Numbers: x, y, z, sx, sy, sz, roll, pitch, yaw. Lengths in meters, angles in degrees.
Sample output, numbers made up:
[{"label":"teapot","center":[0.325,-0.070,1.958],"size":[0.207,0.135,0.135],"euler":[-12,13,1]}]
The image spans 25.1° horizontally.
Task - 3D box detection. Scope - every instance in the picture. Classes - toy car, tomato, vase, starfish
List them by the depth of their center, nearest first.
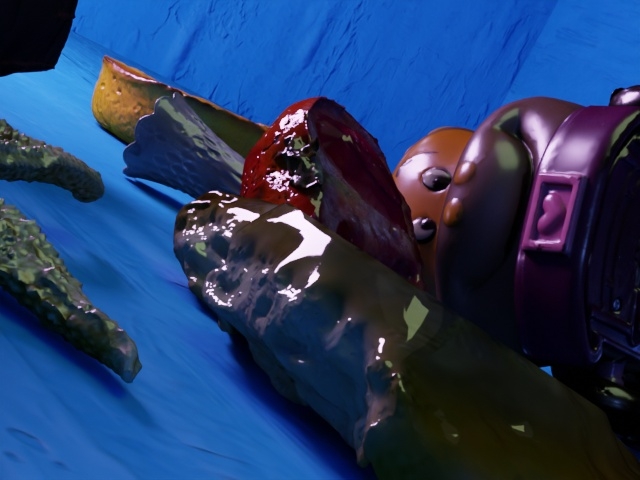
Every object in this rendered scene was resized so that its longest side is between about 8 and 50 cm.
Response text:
[{"label":"starfish","center":[-0.204,-0.079,0.601],"size":[0.347,0.078,0.358],"euler":[53,2,-9]},{"label":"tomato","center":[0.000,0.000,0.995],"size":[0.173,0.099,0.189],"euler":[44,32,-48]},{"label":"vase","center":[-0.075,-0.046,1.134],"size":[0.149,0.081,0.081],"euler":[34,6,14]},{"label":"toy car","center":[0.205,0.022,1.159],"size":[0.240,0.271,0.341],"euler":[6,-15,42]}]

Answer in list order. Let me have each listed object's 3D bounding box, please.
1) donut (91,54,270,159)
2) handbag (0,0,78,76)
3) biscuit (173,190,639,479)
[{"label":"donut","center":[-0.147,-0.115,1.429],"size":[0.190,0.074,0.174],"euler":[26,5,25]},{"label":"handbag","center":[-0.290,-0.200,1.035],"size":[0.215,0.155,0.169],"euler":[22,5,6]},{"label":"biscuit","center":[0.033,0.053,0.739],"size":[0.335,0.078,0.329],"euler":[34,3,30]}]
